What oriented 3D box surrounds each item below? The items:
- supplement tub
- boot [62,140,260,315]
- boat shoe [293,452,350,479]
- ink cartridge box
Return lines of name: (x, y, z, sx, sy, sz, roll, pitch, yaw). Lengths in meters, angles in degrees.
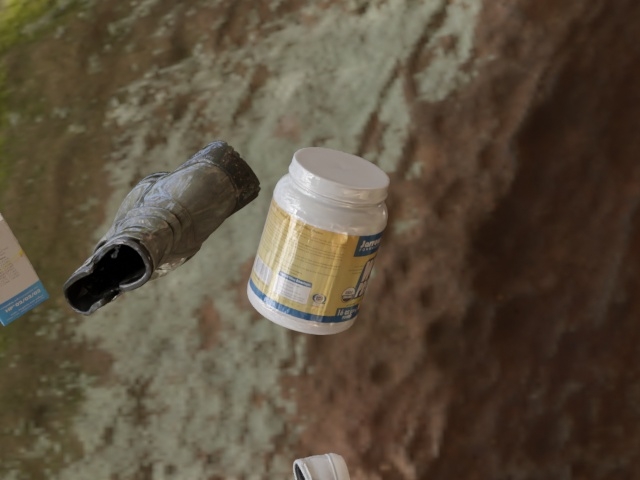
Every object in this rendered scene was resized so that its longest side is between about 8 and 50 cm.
supplement tub: (0.000, 0.000, 1.916, 0.144, 0.144, 0.199, -10, -55, -47)
boot: (-0.165, 0.007, 1.331, 0.083, 0.246, 0.161, 50, -124, -3)
boat shoe: (0.007, 0.313, 1.680, 0.063, 0.066, 0.184, -1, -122, -15)
ink cartridge box: (-0.359, -0.007, 1.629, 0.061, 0.104, 0.181, -33, -36, -10)
